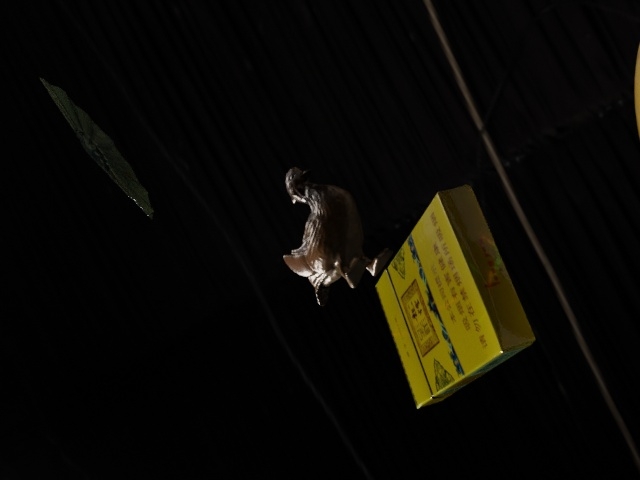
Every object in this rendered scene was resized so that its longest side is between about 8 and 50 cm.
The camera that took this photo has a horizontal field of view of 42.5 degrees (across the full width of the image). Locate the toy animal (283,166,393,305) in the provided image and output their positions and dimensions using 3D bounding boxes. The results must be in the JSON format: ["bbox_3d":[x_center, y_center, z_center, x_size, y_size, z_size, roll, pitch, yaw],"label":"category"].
[{"bbox_3d":[0.000,0.000,1.124,0.089,0.179,0.188,-24,147,-41],"label":"toy animal"}]

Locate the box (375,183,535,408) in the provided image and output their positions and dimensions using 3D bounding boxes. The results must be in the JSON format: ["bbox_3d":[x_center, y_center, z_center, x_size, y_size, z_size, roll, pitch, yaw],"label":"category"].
[{"bbox_3d":[0.123,0.069,0.833,0.041,0.153,0.279,-15,162,-15],"label":"box"}]

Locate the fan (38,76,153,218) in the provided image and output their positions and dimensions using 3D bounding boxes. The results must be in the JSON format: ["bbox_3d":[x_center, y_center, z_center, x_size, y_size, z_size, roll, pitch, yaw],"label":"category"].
[{"bbox_3d":[-0.299,-0.127,1.124,0.009,0.240,0.131,-38,-176,5],"label":"fan"}]

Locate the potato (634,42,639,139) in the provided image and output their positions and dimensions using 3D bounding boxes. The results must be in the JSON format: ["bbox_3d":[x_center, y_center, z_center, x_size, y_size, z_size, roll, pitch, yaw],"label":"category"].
[{"bbox_3d":[0.292,-0.089,0.550,0.150,0.234,0.146,-3,-138,38],"label":"potato"}]
